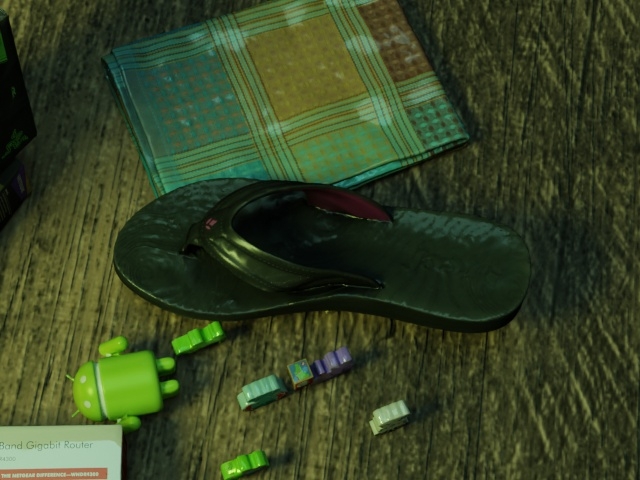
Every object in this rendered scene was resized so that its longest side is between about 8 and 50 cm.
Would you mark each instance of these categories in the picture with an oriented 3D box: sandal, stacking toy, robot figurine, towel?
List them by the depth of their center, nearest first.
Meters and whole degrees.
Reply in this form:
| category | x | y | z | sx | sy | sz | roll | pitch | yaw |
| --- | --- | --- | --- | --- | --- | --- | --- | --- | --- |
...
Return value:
| category | x | y | z | sx | sy | sz | roll | pitch | yaw |
| --- | --- | --- | --- | --- | --- | --- | --- | --- | --- |
| robot figurine | -0.206 | 0.153 | 1.385 | 0.115 | 0.067 | 0.101 | -9 | 78 | -8 |
| sandal | 0.002 | -0.002 | 1.397 | 0.445 | 0.107 | 0.168 | 3 | 60 | 2 |
| stacking toy | -0.028 | 0.149 | 1.414 | 0.221 | 0.052 | 0.167 | -18 | 68 | -10 |
| towel | -0.043 | -0.164 | 1.549 | 0.370 | 0.040 | 0.271 | -20 | 71 | -13 |

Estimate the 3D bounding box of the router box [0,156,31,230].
| category | x | y | z | sx | sy | sz | roll | pitch | yaw |
| --- | --- | --- | --- | --- | --- | --- | --- | --- | --- |
| router box | -0.514 | -0.051 | 1.440 | 0.308 | 0.081 | 0.243 | 29 | 68 | 8 |

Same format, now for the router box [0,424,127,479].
| category | x | y | z | sx | sy | sz | roll | pitch | yaw |
| --- | --- | --- | --- | --- | --- | --- | --- | --- | --- |
| router box | -0.358 | 0.336 | 1.288 | 0.335 | 0.082 | 0.301 | 0 | 67 | -4 |

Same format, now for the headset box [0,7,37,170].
| category | x | y | z | sx | sy | sz | roll | pitch | yaw |
| --- | --- | --- | --- | --- | --- | --- | --- | --- | --- |
| headset box | -0.419 | -0.113 | 1.297 | 0.131 | 0.246 | 0.283 | 36 | 67 | 11 |
